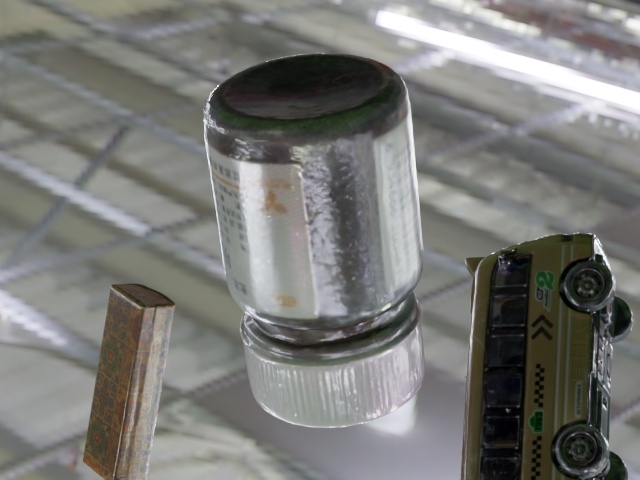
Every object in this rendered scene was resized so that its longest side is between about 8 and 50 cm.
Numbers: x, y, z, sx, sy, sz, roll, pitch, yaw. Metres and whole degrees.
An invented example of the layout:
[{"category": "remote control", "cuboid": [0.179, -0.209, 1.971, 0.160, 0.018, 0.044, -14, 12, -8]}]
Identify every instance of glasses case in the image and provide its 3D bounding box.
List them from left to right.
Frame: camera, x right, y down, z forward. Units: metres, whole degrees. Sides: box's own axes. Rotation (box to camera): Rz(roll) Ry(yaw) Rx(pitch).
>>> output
[{"category": "glasses case", "cuboid": [-0.214, 0.163, 1.908, 0.049, 0.218, 0.075, -1, -161, -38]}]

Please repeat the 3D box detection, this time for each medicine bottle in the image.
[{"category": "medicine bottle", "cuboid": [0.000, 0.000, 1.374, 0.165, 0.273, 0.165, -4, -152, 2]}]

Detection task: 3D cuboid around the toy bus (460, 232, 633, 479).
[{"category": "toy bus", "cuboid": [0.219, 0.143, 1.678, 0.157, 0.290, 0.139, -1, 162, 19]}]
